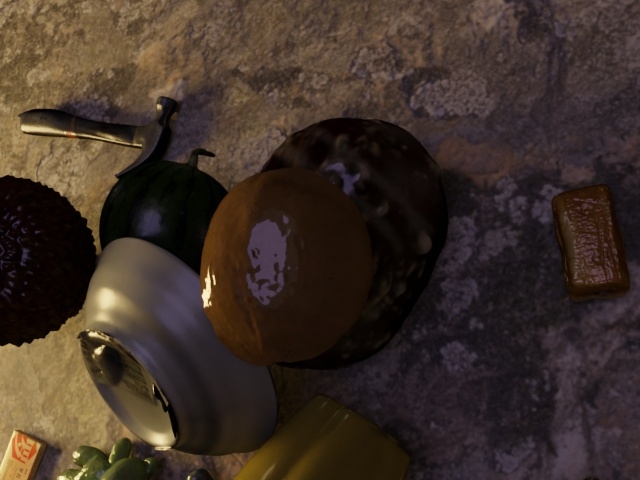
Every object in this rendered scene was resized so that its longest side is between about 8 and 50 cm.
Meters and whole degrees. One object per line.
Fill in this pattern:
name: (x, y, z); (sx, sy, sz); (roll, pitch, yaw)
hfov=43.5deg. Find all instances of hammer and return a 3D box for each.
hammer: (-0.363, -0.169, 1.262); (0.290, 0.037, 0.137); (10, 79, 25)

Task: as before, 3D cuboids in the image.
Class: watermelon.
watermelon: (-0.195, -0.023, 1.064); (0.188, 0.188, 0.214); (21, 92, 27)

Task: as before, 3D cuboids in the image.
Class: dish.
dish: (-0.198, 0.155, 0.958); (0.316, 0.316, 0.106); (29, 48, 28)

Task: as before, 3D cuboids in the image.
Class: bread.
bread: (0.306, 0.002, 0.909); (0.074, 0.053, 0.132); (-13, 71, 16)

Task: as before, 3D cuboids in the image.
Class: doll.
doll: (-0.290, 0.324, 1.088); (0.150, 0.077, 0.115); (7, 41, 36)

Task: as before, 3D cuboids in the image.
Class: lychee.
lychee: (-0.422, 0.032, 1.103); (0.236, 0.271, 0.235); (-5, 69, 13)

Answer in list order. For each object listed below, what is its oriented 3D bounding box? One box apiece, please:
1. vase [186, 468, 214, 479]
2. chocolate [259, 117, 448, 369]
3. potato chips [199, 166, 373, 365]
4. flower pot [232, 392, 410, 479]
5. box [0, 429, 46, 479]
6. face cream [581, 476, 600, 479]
vase: (-0.108, 0.376, 0.989); (0.060, 0.060, 0.211); (-38, 65, 10)
chocolate: (0.000, 0.000, 0.959); (0.225, 0.210, 0.340); (33, 91, 29)
potato chips: (-0.044, 0.026, 0.827); (0.195, 0.062, 0.208); (35, 88, 10)
flower pot: (0.004, 0.281, 0.903); (0.195, 0.195, 0.179); (28, 75, 27)
box: (-0.442, 0.332, 1.175); (0.058, 0.015, 0.093); (17, 85, 29)
face cream: (0.167, 0.366, 0.865); (0.341, 0.084, 0.137); (-35, 66, 20)
